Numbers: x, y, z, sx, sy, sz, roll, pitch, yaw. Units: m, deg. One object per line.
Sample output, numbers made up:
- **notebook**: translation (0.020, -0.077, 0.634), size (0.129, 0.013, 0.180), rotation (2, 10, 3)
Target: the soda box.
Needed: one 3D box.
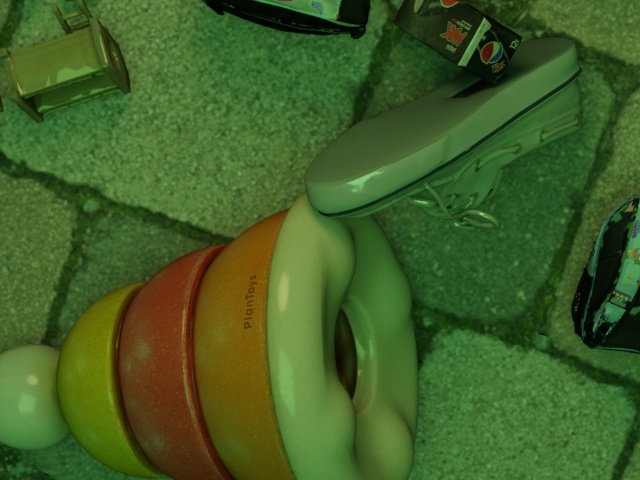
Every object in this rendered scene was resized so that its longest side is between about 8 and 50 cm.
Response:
- **soda box**: translation (0.139, -0.218, 1.788), size (0.053, 0.169, 0.060), rotation (23, 101, -30)

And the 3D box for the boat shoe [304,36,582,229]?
- **boat shoe**: translation (0.141, -0.074, 1.776), size (0.367, 0.135, 0.156), rotation (-32, 117, -36)

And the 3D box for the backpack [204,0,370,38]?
- **backpack**: translation (-0.042, -0.287, 1.783), size (0.188, 0.166, 0.144), rotation (5, 99, -3)

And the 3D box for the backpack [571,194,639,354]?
- **backpack**: translation (0.357, 0.033, 1.855), size (0.158, 0.117, 0.173), rotation (8, 101, 0)

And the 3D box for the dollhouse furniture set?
- **dollhouse furniture set**: translation (-0.317, -0.216, 1.861), size (0.181, 0.101, 0.161), rotation (-17, 75, 5)

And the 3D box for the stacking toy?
- **stacking toy**: translation (-0.157, 0.139, 1.841), size (0.479, 0.350, 0.351), rotation (-6, 101, 22)
